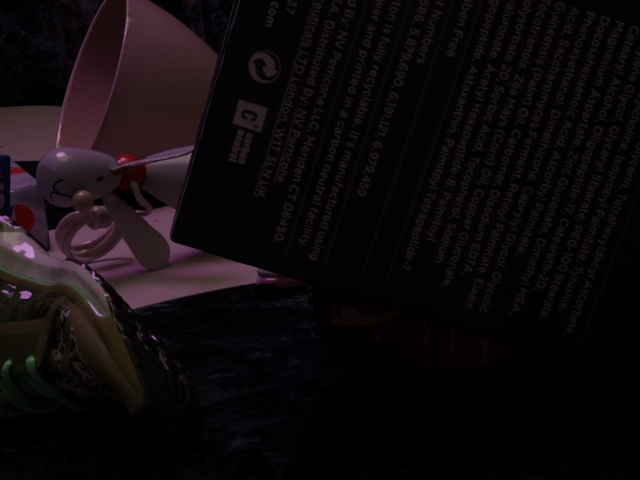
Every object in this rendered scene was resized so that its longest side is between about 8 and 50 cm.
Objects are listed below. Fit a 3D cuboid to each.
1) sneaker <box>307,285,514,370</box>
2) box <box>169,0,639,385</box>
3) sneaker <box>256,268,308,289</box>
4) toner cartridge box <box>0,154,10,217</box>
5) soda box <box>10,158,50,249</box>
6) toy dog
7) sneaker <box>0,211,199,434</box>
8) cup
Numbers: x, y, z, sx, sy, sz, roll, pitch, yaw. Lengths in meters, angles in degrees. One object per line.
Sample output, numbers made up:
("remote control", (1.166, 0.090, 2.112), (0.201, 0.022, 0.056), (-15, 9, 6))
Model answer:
("sneaker", (0.095, 0.059, 1.227), (0.225, 0.088, 0.093), (9, 16, 44))
("box", (0.159, -0.114, 1.146), (0.472, 0.297, 0.480), (16, 14, -2))
("sneaker", (0.000, 0.000, 1.542), (0.072, 0.077, 0.178), (7, 19, 42))
("toner cartridge box", (-0.476, -0.055, 1.367), (0.165, 0.075, 0.348), (2, 4, 18))
("soda box", (-0.463, -0.050, 1.947), (0.091, 0.098, 0.286), (-11, 13, -19))
("toy dog", (-0.166, -0.047, 1.663), (0.334, 0.220, 0.161), (-19, 48, -18))
("sneaker", (-0.257, 0.110, 1.193), (0.182, 0.158, 0.410), (-49, 37, -13))
("cup", (-0.262, -0.212, 2.160), (0.237, 0.331, 0.331), (16, 4, -22))
